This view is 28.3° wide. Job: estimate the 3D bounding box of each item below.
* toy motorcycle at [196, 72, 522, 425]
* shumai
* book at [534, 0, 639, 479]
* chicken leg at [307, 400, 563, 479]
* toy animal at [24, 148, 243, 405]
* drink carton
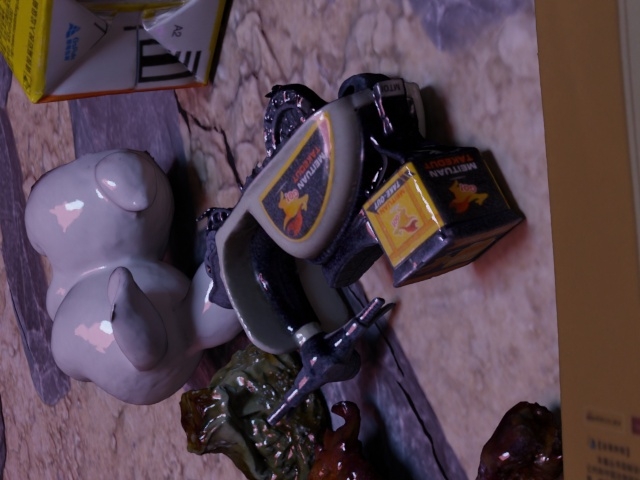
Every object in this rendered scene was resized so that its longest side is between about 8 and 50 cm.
[{"bbox_3d":[0.000,0.000,0.798,0.157,0.091,0.263,63,142,17],"label":"toy motorcycle"},{"bbox_3d":[-0.054,0.136,0.923,0.124,0.087,0.099,64,143,21],"label":"shumai"},{"bbox_3d":[0.173,-0.052,0.509,0.269,0.032,0.389,4,98,63],"label":"book"},{"bbox_3d":[0.048,0.189,0.793,0.322,0.083,0.177,-13,77,60],"label":"chicken leg"},{"bbox_3d":[-0.150,0.023,1.006,0.193,0.127,0.178,65,143,27],"label":"toy animal"},{"bbox_3d":[-0.219,-0.258,1.003,0.351,0.154,0.111,54,140,35],"label":"drink carton"}]
